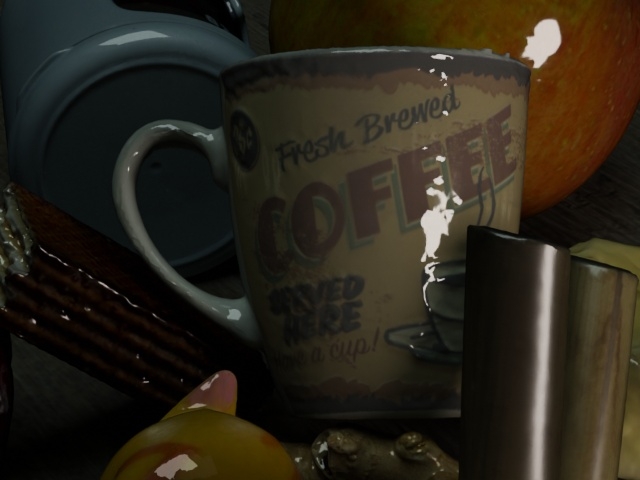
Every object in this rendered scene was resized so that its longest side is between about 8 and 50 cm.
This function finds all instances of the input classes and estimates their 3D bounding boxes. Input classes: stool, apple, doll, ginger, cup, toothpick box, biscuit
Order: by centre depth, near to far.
[{"bbox_3d":[0.203,0.135,1.144,0.310,0.226,0.310,15,-1,20],"label":"stool"},{"bbox_3d":[-0.068,0.213,1.220,0.162,0.167,0.269,-3,30,-18],"label":"doll"},{"bbox_3d":[0.058,0.160,1.366,0.288,0.089,0.075,1,47,14],"label":"ginger"},{"bbox_3d":[0.000,0.000,1.410,0.301,0.257,0.227,0,-6,1],"label":"cup"},{"bbox_3d":[-0.151,0.053,1.438,0.070,0.252,0.106,-51,34,10],"label":"biscuit"},{"bbox_3d":[0.129,-0.187,1.674,0.339,0.340,0.339,-3,32,2],"label":"apple"},{"bbox_3d":[-0.177,-0.136,1.748,0.263,0.263,0.355,-9,31,-8],"label":"toothpick box"}]

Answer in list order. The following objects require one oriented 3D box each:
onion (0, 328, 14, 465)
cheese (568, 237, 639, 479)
[{"bbox_3d":[-0.309,0.105,1.392,0.207,0.216,0.206,23,18,30],"label":"onion"},{"bbox_3d":[0.245,0.084,1.453,0.226,0.117,0.214,7,29,7],"label":"cheese"}]
